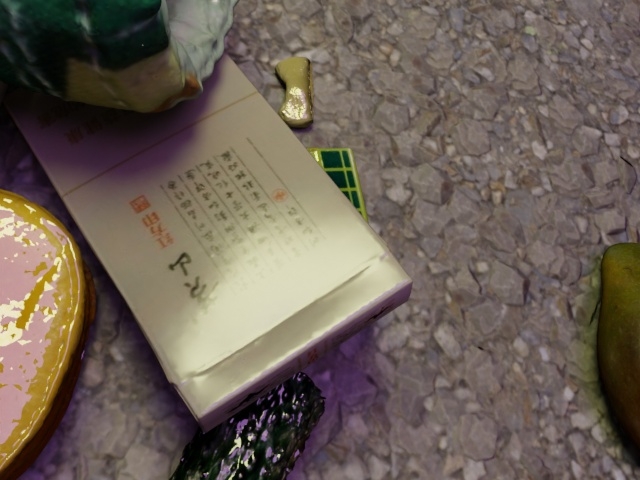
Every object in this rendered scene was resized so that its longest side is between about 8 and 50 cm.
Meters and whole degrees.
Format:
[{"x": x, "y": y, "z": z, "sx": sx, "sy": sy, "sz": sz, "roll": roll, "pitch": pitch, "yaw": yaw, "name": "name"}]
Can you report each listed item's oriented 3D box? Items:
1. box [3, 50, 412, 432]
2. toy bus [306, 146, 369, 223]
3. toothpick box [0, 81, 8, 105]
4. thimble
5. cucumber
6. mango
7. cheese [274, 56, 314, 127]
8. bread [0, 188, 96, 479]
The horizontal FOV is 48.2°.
[{"x": -0.109, "y": -0.041, "z": 0.631, "sx": 0.204, "sy": 0.051, "sz": 0.365, "roll": -31, "pitch": 66, "yaw": -16, "name": "box"}, {"x": 0.000, "y": 0.000, "z": 0.706, "sx": 0.101, "sy": 0.088, "sz": 0.175, "roll": -4, "pitch": 70, "yaw": -23, "name": "toy bus"}, {"x": -0.362, "y": -0.197, "z": 0.597, "sx": 0.229, "sy": 0.229, "sz": 0.316, "roll": 14, "pitch": 68, "yaw": -14, "name": "toothpick box"}, {"x": -0.162, "y": -0.244, "z": 0.567, "sx": 0.167, "sy": 0.254, "sz": 0.288, "roll": 8, "pitch": 50, "yaw": 6, "name": "thimble"}, {"x": -0.114, "y": 0.260, "z": 0.563, "sx": 0.096, "sy": 0.096, "sz": 0.359, "roll": 33, "pitch": 62, "yaw": -5, "name": "cucumber"}, {"x": 0.365, "y": 0.120, "z": 0.779, "sx": 0.133, "sy": 0.111, "sz": 0.268, "roll": 1, "pitch": 65, "yaw": -7, "name": "mango"}, {"x": -0.029, "y": -0.165, "z": 0.792, "sx": 0.044, "sy": 0.030, "sz": 0.083, "roll": -2, "pitch": 74, "yaw": 2, "name": "cheese"}, {"x": -0.283, "y": 0.086, "z": 0.542, "sx": 0.195, "sy": 0.142, "sz": 0.270, "roll": 26, "pitch": 66, "yaw": -11, "name": "bread"}]
